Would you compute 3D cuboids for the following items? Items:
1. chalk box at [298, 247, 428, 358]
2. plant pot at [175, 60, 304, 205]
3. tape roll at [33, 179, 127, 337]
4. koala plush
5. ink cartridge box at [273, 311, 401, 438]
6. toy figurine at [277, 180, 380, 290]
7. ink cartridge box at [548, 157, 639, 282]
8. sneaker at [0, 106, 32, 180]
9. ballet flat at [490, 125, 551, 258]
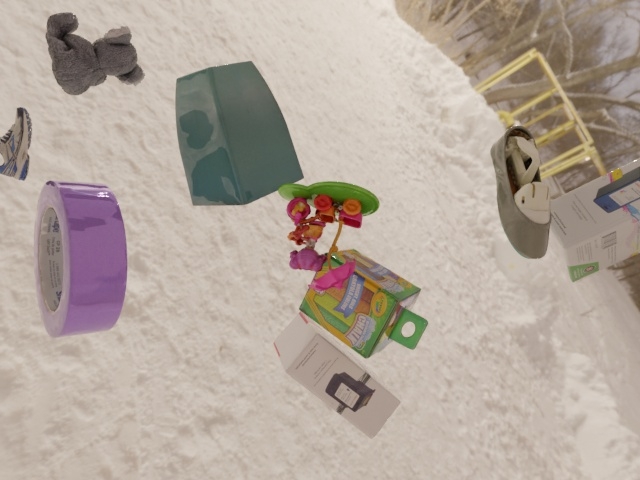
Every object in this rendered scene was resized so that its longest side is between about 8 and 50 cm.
[{"bbox_3d":[0.093,0.124,0.849,0.213,0.133,0.132,32,18,25],"label":"chalk box"},{"bbox_3d":[-0.167,-0.203,0.853,0.165,0.165,0.235,-32,115,-43],"label":"plant pot"},{"bbox_3d":[-0.440,0.032,0.814,0.090,0.274,0.275,-3,67,-42],"label":"tape roll"},{"bbox_3d":[-0.618,-0.507,1.262,0.221,0.196,0.203,-10,52,-13],"label":"koala plush"},{"bbox_3d":[0.029,0.275,0.944,0.237,0.100,0.172,42,-5,-15],"label":"ink cartridge box"},{"bbox_3d":[0.000,0.000,0.732,0.130,0.173,0.159,91,9,-71],"label":"toy figurine"},{"bbox_3d":[0.491,-0.037,0.743,0.154,0.212,0.093,40,29,-49],"label":"ink cartridge box"},{"bbox_3d":[-0.565,-0.178,0.826,0.058,0.135,0.052,7,14,-30],"label":"sneaker"},{"bbox_3d":[0.289,-0.078,0.643,0.072,0.068,0.213,8,57,-11],"label":"ballet flat"}]
